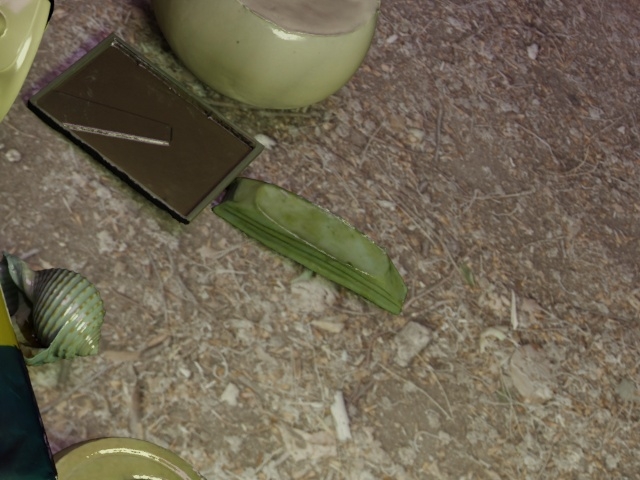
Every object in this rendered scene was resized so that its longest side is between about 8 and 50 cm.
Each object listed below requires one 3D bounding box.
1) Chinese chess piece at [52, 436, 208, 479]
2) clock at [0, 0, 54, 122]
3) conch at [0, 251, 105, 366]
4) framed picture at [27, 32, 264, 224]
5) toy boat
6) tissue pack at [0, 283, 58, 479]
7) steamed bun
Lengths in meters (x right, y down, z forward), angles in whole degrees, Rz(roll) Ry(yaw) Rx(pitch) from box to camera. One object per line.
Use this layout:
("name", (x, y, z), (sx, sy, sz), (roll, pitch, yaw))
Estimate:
("Chinese chess piece", (-0.213, 0.329, 1.489), (0.250, 0.101, 0.250), (17, 51, -22))
("clock", (-0.380, -0.231, 1.621), (0.120, 0.276, 0.379), (23, 17, -13))
("conch", (-0.318, 0.090, 1.595), (0.153, 0.102, 0.135), (22, 52, 29))
("framed picture", (-0.228, -0.150, 1.857), (0.265, 0.018, 0.192), (37, 47, 5))
("toy boat", (0.000, 0.000, 1.882), (0.293, 0.055, 0.093), (30, 50, -9))
("tissue pack", (-0.450, 0.107, 1.356), (0.253, 0.264, 0.416), (-4, 65, -43))
("steamed bun", (-0.082, -0.329, 1.962), (0.324, 0.206, 0.324), (14, 54, -20))
